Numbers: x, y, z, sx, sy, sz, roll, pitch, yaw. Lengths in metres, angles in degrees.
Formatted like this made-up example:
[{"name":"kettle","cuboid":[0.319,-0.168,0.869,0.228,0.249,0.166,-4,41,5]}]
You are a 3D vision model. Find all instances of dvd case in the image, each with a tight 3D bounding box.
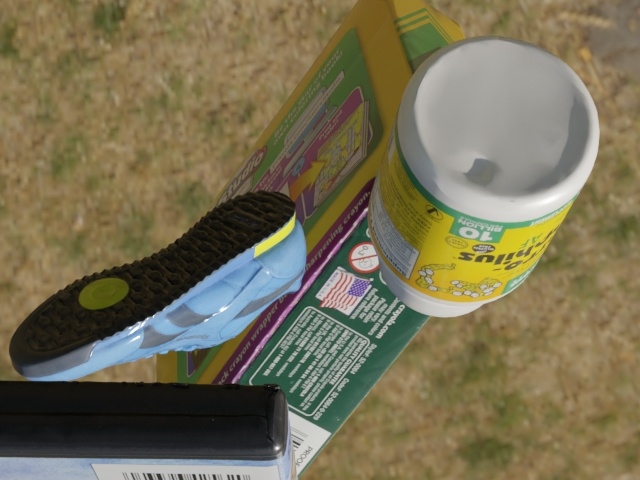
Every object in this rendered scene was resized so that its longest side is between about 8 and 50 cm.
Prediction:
[{"name":"dvd case","cuboid":[-0.095,0.099,0.545,0.180,0.022,0.253,1,155,2]}]

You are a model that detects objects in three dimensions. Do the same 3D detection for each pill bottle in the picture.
[{"name":"pill bottle","cuboid":[0.092,-0.028,1.025,0.117,0.118,0.208,-5,157,-10]}]

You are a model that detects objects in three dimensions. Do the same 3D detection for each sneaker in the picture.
[{"name":"sneaker","cuboid":[-0.092,0.048,1.019,0.209,0.069,0.082,-30,130,-29]}]

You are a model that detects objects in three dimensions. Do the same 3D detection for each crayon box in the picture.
[{"name":"crayon box","cuboid":[0.000,0.000,1.357,0.106,0.313,0.363,30,112,-19]}]
